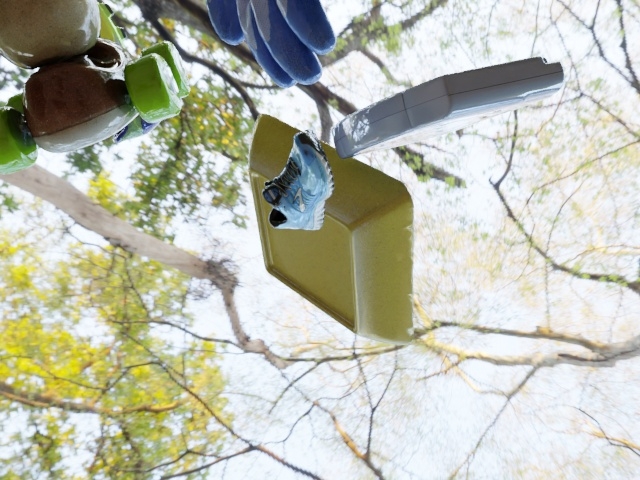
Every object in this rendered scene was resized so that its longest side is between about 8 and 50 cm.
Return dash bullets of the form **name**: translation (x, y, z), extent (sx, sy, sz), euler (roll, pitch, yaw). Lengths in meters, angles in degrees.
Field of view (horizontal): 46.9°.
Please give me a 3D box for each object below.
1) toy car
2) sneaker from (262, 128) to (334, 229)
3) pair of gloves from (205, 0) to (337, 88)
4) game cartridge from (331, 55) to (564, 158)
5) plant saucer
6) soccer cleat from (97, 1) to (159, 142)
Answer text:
- **toy car**: translation (-0.215, -0.173, 0.592), extent (0.155, 0.149, 0.188), euler (-19, -68, 3)
- **sneaker**: translation (-0.030, -0.060, 0.859), extent (0.073, 0.162, 0.063), euler (-12, -125, -16)
- **pair of gloves**: translation (-0.013, -0.156, 0.285), extent (0.023, 0.198, 0.159), euler (-15, -101, -32)
- **game cartridge**: translation (0.140, -0.164, 0.955), extent (0.198, 0.297, 0.062), euler (-20, -85, -23)
- **plant saucer**: translation (0.000, 0.000, 1.193), extent (0.081, 0.332, 0.333), euler (-35, -131, -29)
- **soccer cleat**: translation (-0.353, -0.281, 1.133), extent (0.121, 0.093, 0.289), euler (-39, -65, -17)
